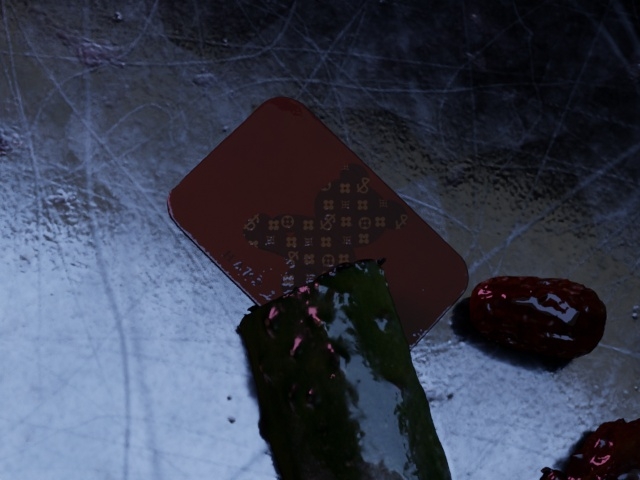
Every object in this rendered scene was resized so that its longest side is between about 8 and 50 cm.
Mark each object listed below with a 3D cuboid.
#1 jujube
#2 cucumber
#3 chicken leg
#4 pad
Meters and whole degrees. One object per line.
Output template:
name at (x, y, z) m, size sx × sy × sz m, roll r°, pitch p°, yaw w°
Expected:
jujube at (0.203, 0.068, 1.524) m, size 0.129 × 0.077 × 0.077 m, roll 12°, pitch 71°, yaw -3°
cucumber at (0.038, 0.184, 1.439) m, size 0.145 × 0.105 × 0.325 m, roll -15°, pitch 81°, yaw -15°
chicken leg at (0.359, 0.183, 1.516) m, size 0.158 × 0.096 × 0.407 m, roll 39°, pitch 66°, yaw 23°
pad at (0.000, 0.000, 1.538) m, size 0.267 × 0.004 × 0.181 m, roll 44°, pitch 71°, yaw 3°
